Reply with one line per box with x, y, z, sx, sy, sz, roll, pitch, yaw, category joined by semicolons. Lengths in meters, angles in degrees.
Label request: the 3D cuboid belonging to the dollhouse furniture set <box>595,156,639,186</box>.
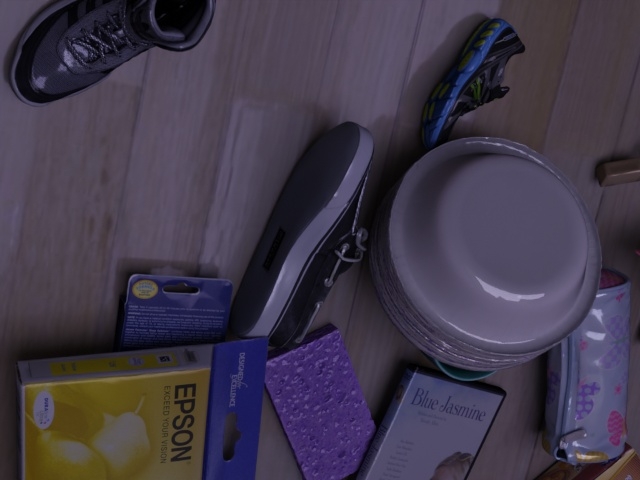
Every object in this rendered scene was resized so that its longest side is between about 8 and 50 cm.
0.434;-0.104;1.791;0.114;0.091;0.081;-10;153;5;dollhouse furniture set

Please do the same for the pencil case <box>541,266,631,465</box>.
0.363;0.171;1.791;0.124;0.113;0.273;-13;111;-35;pencil case

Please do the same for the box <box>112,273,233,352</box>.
-0.190;0.147;1.620;0.136;0.036;0.225;5;107;-22;box

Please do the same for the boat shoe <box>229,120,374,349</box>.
0.002;0.002;1.607;0.105;0.113;0.306;20;101;-31;boat shoe

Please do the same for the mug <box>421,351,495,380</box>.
0.198;0.106;1.719;0.158;0.097;0.129;-8;108;-19;mug

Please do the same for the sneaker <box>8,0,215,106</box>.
-0.221;-0.233;1.426;0.268;0.153;0.101;-36;115;-7;sneaker

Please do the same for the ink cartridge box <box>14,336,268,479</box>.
-0.216;0.270;1.596;0.307;0.072;0.303;-3;120;-16;ink cartridge box

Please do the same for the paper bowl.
0.212;0.008;1.596;0.284;0.148;0.284;6;68;-16;paper bowl

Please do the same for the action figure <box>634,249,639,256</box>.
0.586;0.075;1.773;0.370;0.248;0.275;33;92;-29;action figure

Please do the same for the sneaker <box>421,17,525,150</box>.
0.194;-0.189;1.642;0.078;0.067;0.188;35;89;-20;sneaker

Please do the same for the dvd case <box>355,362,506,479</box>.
0.139;0.299;1.781;0.180;0.022;0.253;18;99;-36;dvd case

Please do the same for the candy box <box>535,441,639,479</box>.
0.439;0.448;1.921;0.183;0.087;0.316;-38;115;-5;candy box

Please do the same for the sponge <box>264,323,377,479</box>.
0.001;0.222;1.719;0.117;0.031;0.210;-25;113;-11;sponge
